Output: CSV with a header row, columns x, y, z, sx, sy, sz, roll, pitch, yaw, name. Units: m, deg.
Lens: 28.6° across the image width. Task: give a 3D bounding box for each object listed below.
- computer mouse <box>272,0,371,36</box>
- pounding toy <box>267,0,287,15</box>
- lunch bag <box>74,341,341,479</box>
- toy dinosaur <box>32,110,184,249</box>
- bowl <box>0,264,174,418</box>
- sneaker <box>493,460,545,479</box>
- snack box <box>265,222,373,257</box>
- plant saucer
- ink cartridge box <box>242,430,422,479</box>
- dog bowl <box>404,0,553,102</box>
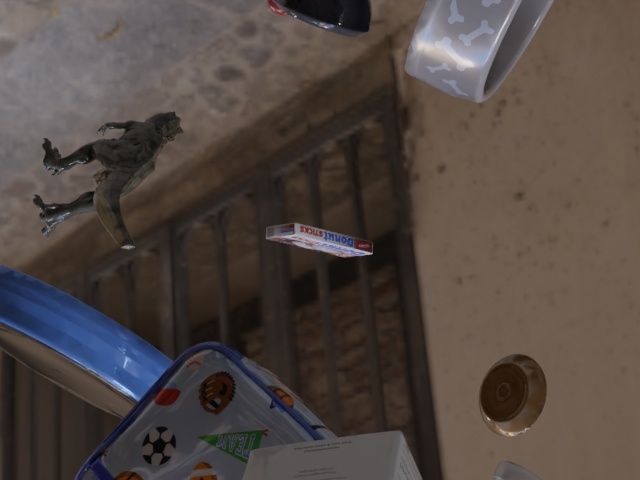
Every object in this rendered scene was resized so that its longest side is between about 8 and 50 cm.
x,y,z,sx,sy,sz,roll,pitch,yaw,name
-0.020,-0.331,1.607,0.188,0.272,0.072,10,109,-31,computer mouse
-0.080,-0.450,2.091,0.237,0.110,0.183,28,-159,14,pounding toy
-0.072,0.259,1.130,0.243,0.303,0.115,-47,148,-3,lunch bag
-0.200,-0.059,1.147,0.118,0.268,0.064,-11,118,11,toy dinosaur
-0.360,0.168,1.864,0.391,0.077,0.391,27,162,10,bowl
0.205,0.327,1.107,0.151,0.256,0.094,-39,171,-5,sneaker
0.000,0.000,1.954,0.064,0.022,0.178,-9,164,43,snack box
0.185,0.151,1.238,0.015,0.083,0.083,23,144,-39,plant saucer
0.007,0.248,0.902,0.127,0.176,0.128,-10,123,20,ink cartridge box
0.238,-0.333,1.617,0.102,0.349,0.349,30,157,11,dog bowl
